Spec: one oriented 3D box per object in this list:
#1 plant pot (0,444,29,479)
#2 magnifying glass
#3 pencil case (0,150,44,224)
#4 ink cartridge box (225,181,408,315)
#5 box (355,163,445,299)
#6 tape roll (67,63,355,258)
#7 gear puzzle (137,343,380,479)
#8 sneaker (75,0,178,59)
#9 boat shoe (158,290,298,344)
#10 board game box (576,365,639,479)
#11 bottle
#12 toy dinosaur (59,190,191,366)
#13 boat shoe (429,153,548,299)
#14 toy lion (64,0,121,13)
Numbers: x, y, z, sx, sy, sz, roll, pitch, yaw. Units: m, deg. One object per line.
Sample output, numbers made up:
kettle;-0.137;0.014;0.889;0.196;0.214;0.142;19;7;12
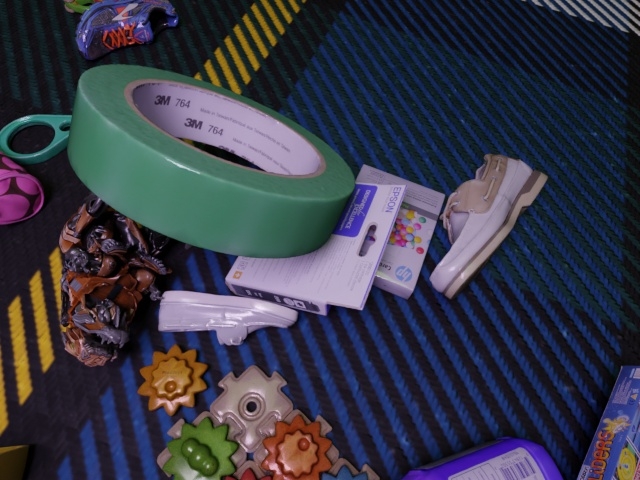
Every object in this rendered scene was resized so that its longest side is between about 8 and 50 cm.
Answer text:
plant pot;-0.416;0.301;0.361;0.212;0.212;0.187;-3;74;-8
magnifying glass;-0.416;-0.192;0.727;0.231;0.026;0.092;-23;66;-18
pencil case;-0.517;-0.101;0.630;0.209;0.095;0.098;28;27;12
ink cartridge box;0.000;0.000;0.609;0.208;0.045;0.206;8;56;28
box;0.099;-0.020;0.676;0.145;0.038;0.186;22;62;8
tape roll;-0.116;-0.105;0.520;0.321;0.077;0.321;21;27;-11
gear puzzle;-0.086;0.243;0.507;0.339;0.044;0.175;41;65;16
sneaker;-0.366;-0.412;0.826;0.087;0.083;0.221;39;68;7
boat shoe;-0.124;0.107;0.571;0.184;0.066;0.063;8;74;-4
board game box;0.370;0.266;0.499;0.201;0.035;0.136;-40;100;-31
bottle;0.128;0.289;0.434;0.283;0.092;0.118;-4;66;-28
toy dinosaur;-0.275;-0.009;0.566;0.218;0.164;0.322;-35;71;16
boat shoe;0.237;-0.032;0.662;0.103;0.113;0.302;37;53;16
toy lion;-0.463;-0.500;0.893;0.096;0.034;0.100;20;61;-3
